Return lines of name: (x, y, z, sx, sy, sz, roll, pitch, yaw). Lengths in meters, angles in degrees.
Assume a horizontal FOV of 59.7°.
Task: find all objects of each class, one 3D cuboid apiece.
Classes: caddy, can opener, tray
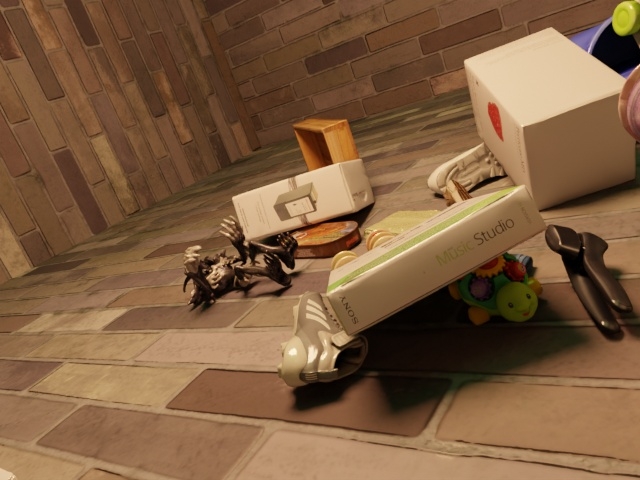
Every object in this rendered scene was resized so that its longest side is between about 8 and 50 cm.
caddy: (0.632, -0.335, 1.091, 0.341, 0.241, 0.179, -25, 13, -11)
can opener: (0.302, 0.043, 0.628, 0.073, 0.059, 0.186, 8, 30, 2)
tray: (0.024, -0.235, 1.564, 0.076, 0.203, 0.411, -23, 17, -8)

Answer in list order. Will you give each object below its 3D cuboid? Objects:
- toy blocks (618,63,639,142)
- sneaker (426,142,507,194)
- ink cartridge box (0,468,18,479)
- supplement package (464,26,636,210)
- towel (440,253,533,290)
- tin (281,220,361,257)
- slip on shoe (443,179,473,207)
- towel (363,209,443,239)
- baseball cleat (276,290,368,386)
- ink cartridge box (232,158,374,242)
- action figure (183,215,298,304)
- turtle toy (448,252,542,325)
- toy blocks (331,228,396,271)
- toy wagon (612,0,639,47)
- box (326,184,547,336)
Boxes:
toy blocks: (0.348, 0.001, 0.305, 0.309, 0.288, 0.260, -6, 18, 33)
sneaker: (0.338, -0.166, 1.191, 0.235, 0.090, 0.095, -22, 7, -7)
ink cartridge box: (-0.286, 0.267, 0.503, 0.088, 0.122, 0.052, -7, 21, 39)
supplement package: (0.392, -0.221, 0.981, 0.175, 0.177, 0.293, -19, 36, 7)
towel: (0.224, 0.041, 0.763, 0.119, 0.029, 0.067, -8, 20, 37)
tin: (0.000, 0.000, 1.151, 0.190, 0.040, 0.106, -3, 20, 47)
slip on shoe: (0.263, -0.077, 1.073, 0.041, 0.051, 0.135, -57, 15, 21)
towel: (0.162, -0.029, 1.061, 0.110, 0.027, 0.148, -31, 19, -32)
baseball cleat: (0.008, 0.126, 0.721, 0.109, 0.072, 0.206, -2, 22, 8)
ink cartridge box: (-0.033, -0.097, 1.301, 0.273, 0.114, 0.198, -15, 6, 21)
action figure: (-0.181, 0.036, 1.079, 0.276, 0.141, 0.164, -9, 32, 31)
turtle toy: (0.210, 0.052, 0.659, 0.095, 0.066, 0.130, -27, 37, -1)
toy blocks: (0.075, 0.025, 0.951, 0.123, 0.054, 0.148, -27, 8, 2)
toy wagon: (0.667, -0.314, 0.942, 0.267, 0.344, 0.068, -11, -22, -8)
box: (0.121, 0.020, 0.714, 0.232, 0.058, 0.322, -29, -2, 2)
